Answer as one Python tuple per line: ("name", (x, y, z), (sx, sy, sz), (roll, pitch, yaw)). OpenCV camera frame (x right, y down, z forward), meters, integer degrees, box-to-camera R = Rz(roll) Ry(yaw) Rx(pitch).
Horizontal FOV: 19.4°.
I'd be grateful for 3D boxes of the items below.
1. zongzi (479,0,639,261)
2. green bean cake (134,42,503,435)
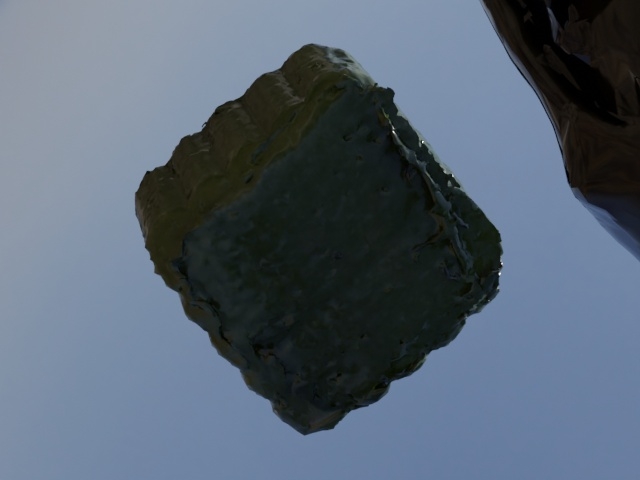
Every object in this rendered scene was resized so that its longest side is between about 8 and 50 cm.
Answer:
("zongzi", (0.212, -0.038, 0.244), (0.403, 0.208, 0.432), (-36, -136, 32))
("green bean cake", (0.000, 0.000, 1.259), (0.200, 0.214, 0.113), (-41, -158, 2))
